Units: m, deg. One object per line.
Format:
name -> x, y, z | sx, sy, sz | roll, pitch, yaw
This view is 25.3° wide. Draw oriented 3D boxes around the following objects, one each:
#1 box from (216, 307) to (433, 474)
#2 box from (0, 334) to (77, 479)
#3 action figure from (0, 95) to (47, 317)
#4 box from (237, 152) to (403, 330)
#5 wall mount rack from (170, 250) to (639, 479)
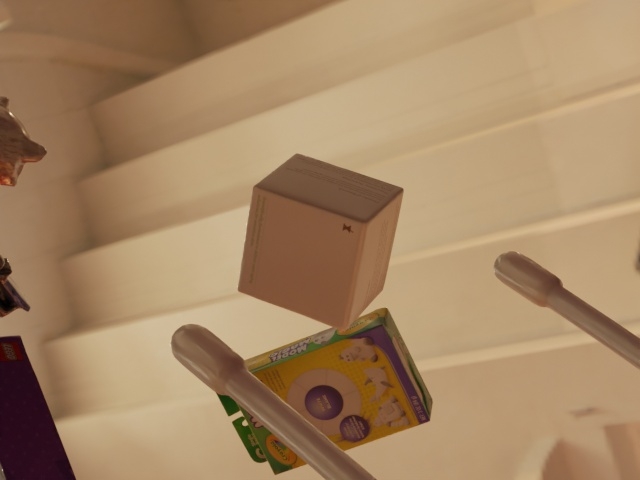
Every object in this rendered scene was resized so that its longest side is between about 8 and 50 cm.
box -> -0.002, 0.139, 1.270 | 0.105, 0.179, 0.043 | 63, -162, -16
box -> -0.230, 0.244, 1.066 | 0.057, 0.201, 0.293 | -2, -135, -33
action figure -> -0.345, 0.025, 1.145 | 0.330, 0.178, 0.341 | -46, -45, -5
box -> 0.000, 0.000, 1.153 | 0.087, 0.102, 0.101 | -44, -31, -58
wall mount rack -> 0.103, 0.139, 0.585 | 0.350, 0.130, 0.304 | -11, -105, -42
